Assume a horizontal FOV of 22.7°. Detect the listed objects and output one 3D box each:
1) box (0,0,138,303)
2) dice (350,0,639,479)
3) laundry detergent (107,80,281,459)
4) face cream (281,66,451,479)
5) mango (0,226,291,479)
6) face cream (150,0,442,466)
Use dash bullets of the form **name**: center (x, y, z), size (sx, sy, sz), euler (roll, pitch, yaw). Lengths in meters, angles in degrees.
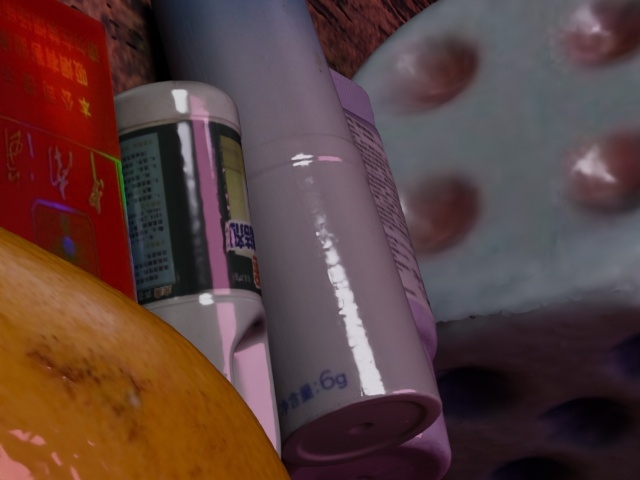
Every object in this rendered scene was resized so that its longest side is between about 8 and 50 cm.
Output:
- **box**: center (-0.116, -0.009, 0.590), size (0.112, 0.048, 0.175), euler (19, 61, -66)
- **dice**: center (0.167, 0.002, 1.008), size (0.264, 0.262, 0.268), euler (55, 29, -45)
- **laundry detergent**: center (-0.055, 0.054, 0.664), size (0.099, 0.070, 0.225), euler (144, -59, -65)
- **face cream**: center (0.000, 0.000, 0.837), size (0.154, 0.096, 0.274), euler (25, 45, -43)
- **mango**: center (-0.109, 0.078, 0.435), size (0.257, 0.138, 0.187), euler (42, 58, -34)
- **face cream**: center (-0.016, -0.024, 0.744), size (0.077, 0.077, 0.250), euler (36, 32, -60)
